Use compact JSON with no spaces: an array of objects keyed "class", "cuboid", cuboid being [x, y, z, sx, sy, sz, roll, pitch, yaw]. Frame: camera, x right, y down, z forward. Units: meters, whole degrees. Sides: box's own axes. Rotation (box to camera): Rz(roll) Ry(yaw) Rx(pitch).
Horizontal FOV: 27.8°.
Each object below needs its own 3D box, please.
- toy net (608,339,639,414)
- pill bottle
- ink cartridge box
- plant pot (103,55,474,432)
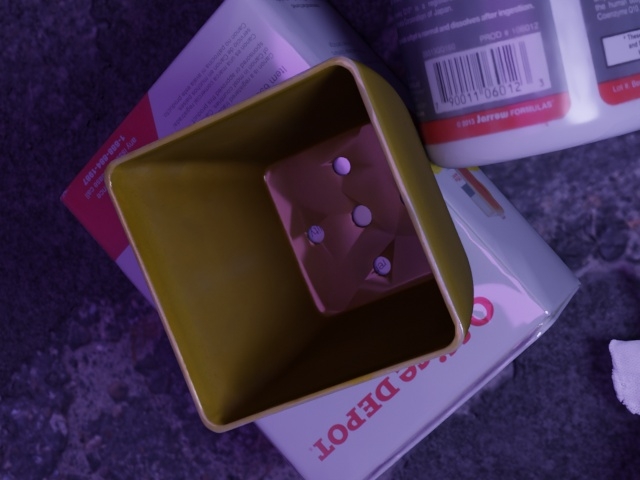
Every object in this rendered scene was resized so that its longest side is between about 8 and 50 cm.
[{"class":"toy net","cuboid":[0.330,0.050,1.111,0.122,0.045,0.232,24,111,15]},{"class":"pill bottle","cuboid":[0.148,-0.253,1.034,0.210,0.210,0.363,-10,96,24]},{"class":"ink cartridge box","cuboid":[0.000,0.000,1.174,0.279,0.160,0.385,-45,81,23]},{"class":"plant pot","cuboid":[0.002,-0.005,0.981,0.212,0.187,0.212,-22,90,23]}]
